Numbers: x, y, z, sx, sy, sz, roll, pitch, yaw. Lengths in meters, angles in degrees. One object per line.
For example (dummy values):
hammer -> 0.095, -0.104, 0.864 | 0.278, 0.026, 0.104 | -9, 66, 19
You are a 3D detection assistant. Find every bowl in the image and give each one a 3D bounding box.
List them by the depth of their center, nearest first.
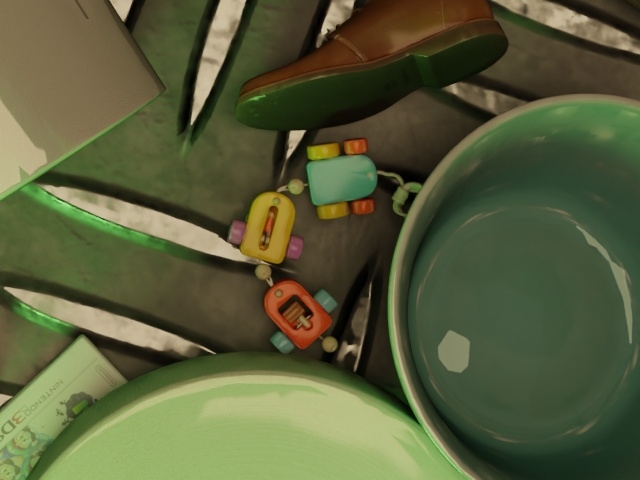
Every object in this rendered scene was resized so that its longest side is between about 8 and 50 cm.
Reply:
bowl -> 0.175, 0.056, 1.480 | 0.311, 0.163, 0.311 | 2, 84, -16

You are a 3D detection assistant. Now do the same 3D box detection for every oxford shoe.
oxford shoe -> 0.031, -0.141, 1.524 | 0.212, 0.076, 0.076 | -19, 65, -5

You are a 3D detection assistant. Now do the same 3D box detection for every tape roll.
tape roll -> -0.252, -0.108, 1.385 | 0.246, 0.246, 0.169 | -33, 97, -6
tape roll -> -0.055, 0.276, 1.495 | 0.392, 0.072, 0.392 | -1, 101, -7

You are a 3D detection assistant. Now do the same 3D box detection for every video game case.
video game case -> -0.179, 0.176, 1.522 | 0.143, 0.019, 0.157 | -43, 98, -4

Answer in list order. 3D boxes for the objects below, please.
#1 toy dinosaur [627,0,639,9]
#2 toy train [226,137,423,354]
toy dinosaur -> 0.263, -0.246, 1.535 | 0.160, 0.121, 0.313 | -38, 102, 7
toy train -> 0.000, 0.000, 1.529 | 0.125, 0.046, 0.166 | 42, 89, -9
